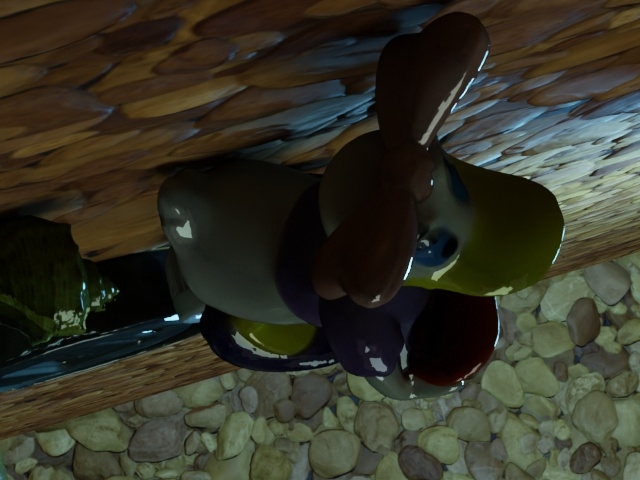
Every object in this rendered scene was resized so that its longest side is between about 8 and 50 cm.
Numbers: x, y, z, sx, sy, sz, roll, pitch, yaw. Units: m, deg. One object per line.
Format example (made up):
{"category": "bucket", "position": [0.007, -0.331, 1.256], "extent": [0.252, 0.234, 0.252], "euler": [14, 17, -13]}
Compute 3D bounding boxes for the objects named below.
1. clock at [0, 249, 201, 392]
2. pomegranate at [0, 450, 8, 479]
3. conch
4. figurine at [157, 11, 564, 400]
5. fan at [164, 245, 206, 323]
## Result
{"category": "clock", "position": [-0.200, 0.070, 1.380], "extent": [0.280, 0.055, 0.280], "euler": [-17, 173, -2]}
{"category": "pomegranate", "position": [-0.336, 0.189, 1.129], "extent": [0.281, 0.281, 0.281], "euler": [-17, 174, -2]}
{"category": "conch", "position": [-0.175, 0.027, 0.986], "extent": [0.121, 0.074, 0.089], "euler": [5, 133, -12]}
{"category": "figurine", "position": [0.015, -0.006, 0.956], "extent": [0.193, 0.154, 0.421], "euler": [22, 167, -19]}
{"category": "fan", "position": [0.000, 0.000, 1.229], "extent": [0.244, 0.074, 0.130], "euler": [-21, 172, 27]}
